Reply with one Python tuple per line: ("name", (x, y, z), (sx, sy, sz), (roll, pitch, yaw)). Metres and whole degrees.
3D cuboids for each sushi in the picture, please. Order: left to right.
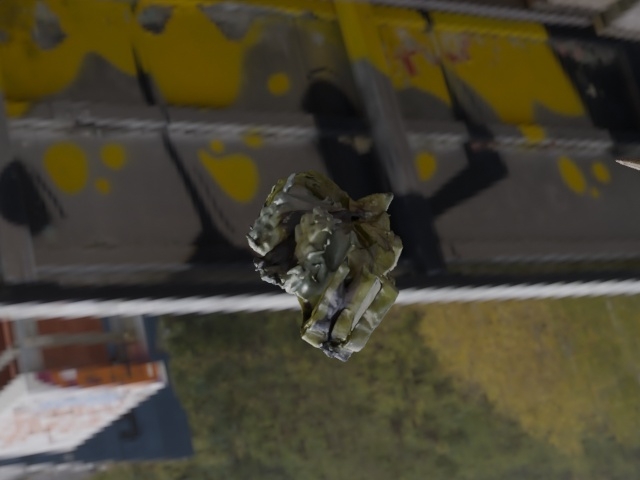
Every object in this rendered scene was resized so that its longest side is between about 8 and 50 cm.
("sushi", (0.006, 0.003, 1.394), (0.131, 0.291, 0.139), (30, 103, -17))

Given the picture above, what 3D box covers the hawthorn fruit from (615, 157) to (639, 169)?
("hawthorn fruit", (0.354, -0.027, 1.076), (0.251, 0.189, 0.189), (27, -178, 30))
